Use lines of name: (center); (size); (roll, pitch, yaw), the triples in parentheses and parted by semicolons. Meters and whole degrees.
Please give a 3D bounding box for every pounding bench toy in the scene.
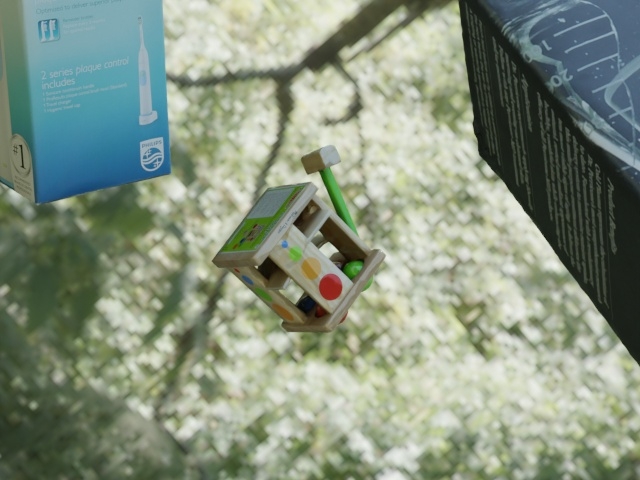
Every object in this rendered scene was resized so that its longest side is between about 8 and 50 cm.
pounding bench toy: (0.000, 0.000, 0.826); (0.065, 0.083, 0.052); (44, -21, -19)

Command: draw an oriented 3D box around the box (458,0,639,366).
box: (0.459, -0.124, 1.587); (0.297, 0.480, 0.471); (75, -12, -50)

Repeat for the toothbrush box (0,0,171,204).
toothbrush box: (-0.230, -0.204, 1.263); (0.216, 0.126, 0.295); (27, -56, 48)
